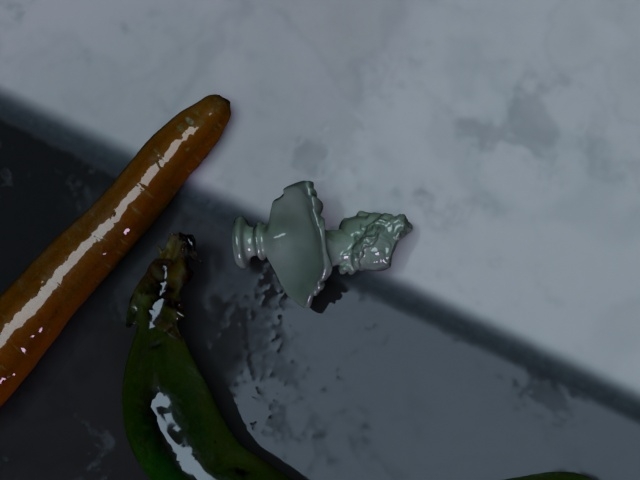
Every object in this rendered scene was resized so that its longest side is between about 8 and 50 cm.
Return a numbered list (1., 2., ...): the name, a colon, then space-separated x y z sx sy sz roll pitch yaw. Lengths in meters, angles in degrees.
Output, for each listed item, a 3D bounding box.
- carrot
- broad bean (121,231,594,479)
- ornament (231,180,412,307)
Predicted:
1. carrot: -0.136 0.011 1.034 0.043 0.043 0.248 42 91 14
2. broad bean: 0.001 0.122 0.982 0.292 0.049 0.144 30 93 14
3. ornament: -0.003 0.001 1.004 0.092 0.041 0.068 24 108 6
